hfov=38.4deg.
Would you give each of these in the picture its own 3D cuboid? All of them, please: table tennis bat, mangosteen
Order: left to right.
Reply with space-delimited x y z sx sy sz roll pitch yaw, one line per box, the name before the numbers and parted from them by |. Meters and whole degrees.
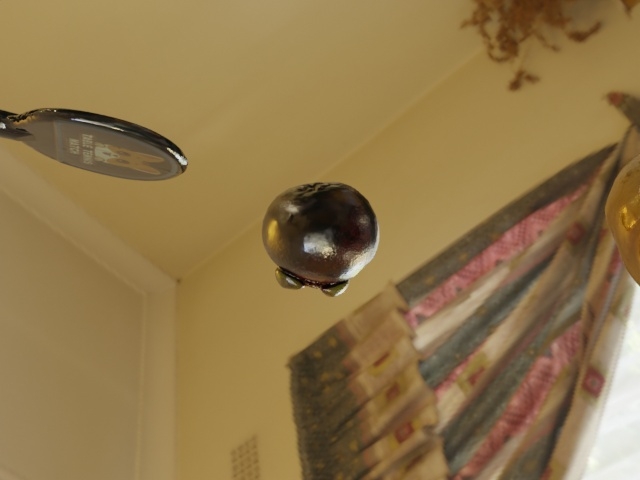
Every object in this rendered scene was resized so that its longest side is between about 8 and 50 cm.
table tennis bat | -0.235 -0.094 0.823 0.236 0.027 0.150 12 166 -12
mangosteen | 0.000 0.000 1.164 0.152 0.152 0.152 47 -161 -21

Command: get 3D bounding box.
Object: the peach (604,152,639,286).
peach | 0.448 -0.027 1.023 0.251 0.251 0.153 -103 -14 -52
